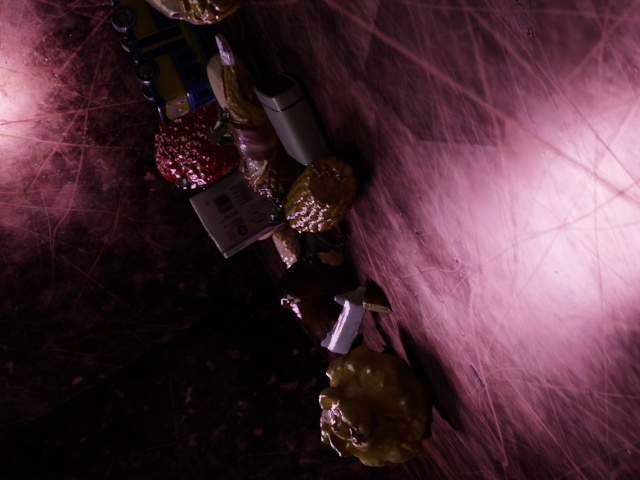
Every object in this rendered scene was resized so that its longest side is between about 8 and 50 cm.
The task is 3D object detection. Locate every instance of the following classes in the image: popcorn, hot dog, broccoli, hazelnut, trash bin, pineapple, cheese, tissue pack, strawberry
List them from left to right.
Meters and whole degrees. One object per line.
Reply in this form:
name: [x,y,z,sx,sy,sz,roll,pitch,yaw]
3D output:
strawberry: [-0.330,-0.278,2.033,0.257,0.261,0.261,60,173,-36]
popcorn: [-0.175,-0.390,1.183,0.120,0.116,0.106,-47,-59,-55]
cheese: [-0.186,-0.339,1.546,0.163,0.071,0.248,53,169,36]
broccoli: [-0.197,-0.258,1.731,0.130,0.120,0.131,63,180,-16]
tissue pack: [-0.168,-0.077,1.823,0.159,0.229,0.145,57,173,10]
hot dog: [-0.117,-0.219,1.457,0.261,0.093,0.123,73,-163,-46]
trash bin: [-0.047,-0.200,1.260,0.130,0.059,0.116,62,172,-29]
pineapple: [-0.054,-0.077,1.591,0.277,0.130,0.119,59,143,13]
hazelnut: [-0.014,0.119,1.788,0.160,0.170,0.202,56,-161,9]
hot dog: [0.001,0.001,1.693,0.090,0.060,0.140,43,160,50]
popcorn: [0.115,0.365,1.668,0.215,0.252,0.286,36,147,63]

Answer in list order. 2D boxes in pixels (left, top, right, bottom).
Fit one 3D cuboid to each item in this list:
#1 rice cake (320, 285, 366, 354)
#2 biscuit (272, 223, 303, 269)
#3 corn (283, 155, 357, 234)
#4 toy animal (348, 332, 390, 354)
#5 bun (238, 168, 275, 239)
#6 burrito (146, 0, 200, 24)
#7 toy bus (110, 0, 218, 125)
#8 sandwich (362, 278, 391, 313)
rice cake: [0.055,0.185,1.758,0.290,0.081,0.051,103,173,-58]
biscuit: [-0.054,0.060,2.141,0.281,0.084,0.179,57,172,17]
corn: [0.003,-0.072,1.263,0.115,0.115,0.318,59,170,0]
toy animal: [0.111,0.344,1.866,0.116,0.179,0.218,-14,108,54]
bun: [-0.155,-0.106,2.059,0.222,0.128,0.222,178,90,-72]
burrito: [-0.328,-0.547,1.461,0.331,0.135,0.190,57,165,-11]
toy bus: [-0.344,-0.423,1.721,0.138,0.175,0.287,119,127,-79]
sandwich: [0.106,0.121,1.563,0.083,0.044,0.031,51,164,31]
